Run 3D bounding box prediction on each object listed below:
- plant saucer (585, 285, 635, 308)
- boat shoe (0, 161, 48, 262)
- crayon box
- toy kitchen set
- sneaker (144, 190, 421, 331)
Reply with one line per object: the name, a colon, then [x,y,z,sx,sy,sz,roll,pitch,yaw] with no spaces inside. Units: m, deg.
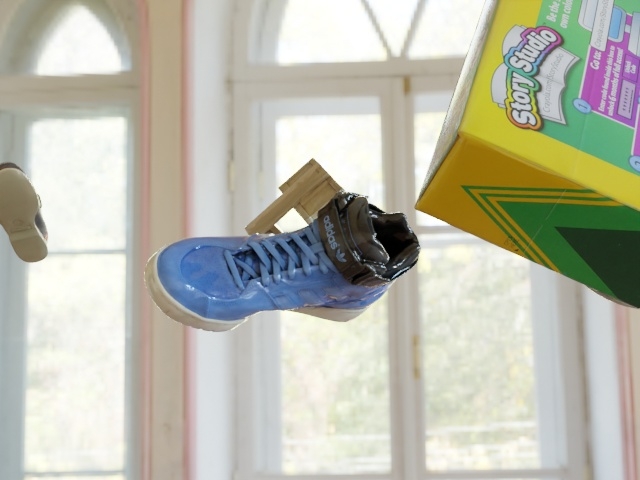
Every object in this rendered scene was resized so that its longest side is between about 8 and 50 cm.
plant saucer: [0.347,-0.117,1.400,0.400,0.401,0.100,5,-8,-35]
boat shoe: [-0.304,-0.034,1.201,0.049,0.043,0.137,-9,-39,-3]
crayon box: [0.281,-0.108,1.085,0.313,0.363,0.106,23,-46,0]
toy kitchen set: [0.000,0.000,0.804,0.068,0.075,0.083,-41,23,2]
sneaker: [-0.013,0.007,0.628,0.152,0.058,0.084,6,-35,-38]
